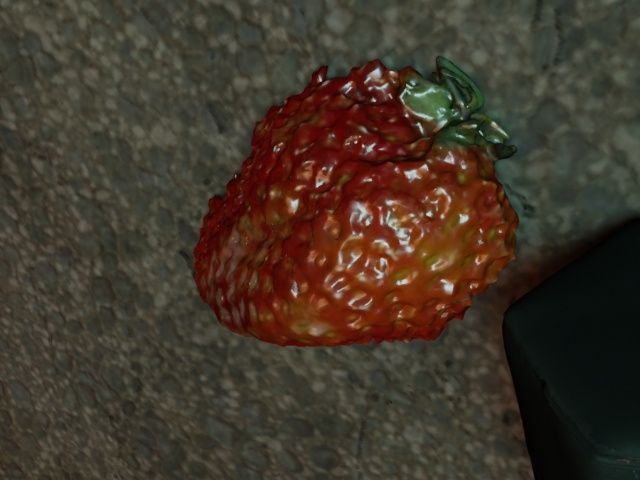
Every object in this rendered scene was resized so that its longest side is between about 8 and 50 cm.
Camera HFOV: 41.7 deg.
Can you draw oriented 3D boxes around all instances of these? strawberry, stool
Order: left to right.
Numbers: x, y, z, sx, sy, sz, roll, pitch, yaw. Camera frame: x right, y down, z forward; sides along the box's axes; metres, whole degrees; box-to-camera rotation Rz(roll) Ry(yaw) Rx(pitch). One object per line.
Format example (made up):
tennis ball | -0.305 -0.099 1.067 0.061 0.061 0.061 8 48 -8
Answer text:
strawberry | 0.005 0.005 0.492 0.175 0.107 0.236 40 126 3
stool | 0.202 0.080 0.370 0.232 0.232 0.141 -6 114 29
